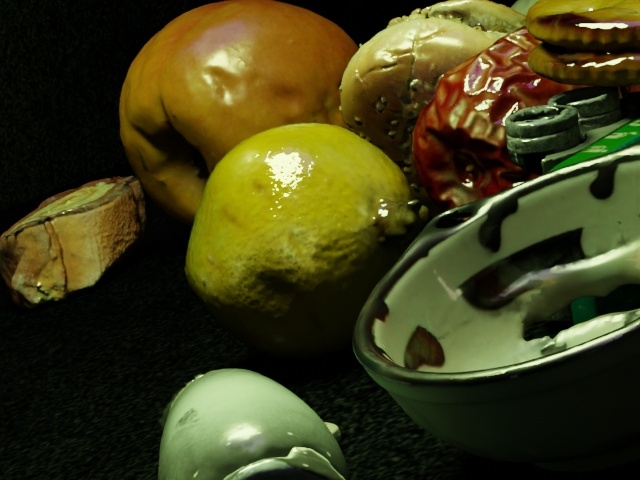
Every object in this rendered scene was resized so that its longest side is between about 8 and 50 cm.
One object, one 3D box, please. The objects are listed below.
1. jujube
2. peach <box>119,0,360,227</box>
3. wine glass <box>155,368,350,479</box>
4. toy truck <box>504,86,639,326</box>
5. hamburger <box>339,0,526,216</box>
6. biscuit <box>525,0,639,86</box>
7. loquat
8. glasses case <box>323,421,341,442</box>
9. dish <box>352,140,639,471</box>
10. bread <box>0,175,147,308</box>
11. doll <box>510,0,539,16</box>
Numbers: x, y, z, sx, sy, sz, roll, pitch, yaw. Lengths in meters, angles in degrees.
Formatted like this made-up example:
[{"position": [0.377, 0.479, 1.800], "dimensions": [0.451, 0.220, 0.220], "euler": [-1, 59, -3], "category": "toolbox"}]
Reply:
[{"position": [0.216, -0.100, 1.369], "dimensions": [0.232, 0.213, 0.213], "euler": [-26, 14, -38], "category": "jujube"}, {"position": [-0.094, -0.172, 1.935], "dimensions": [0.343, 0.343, 0.301], "euler": [-6, 34, 47], "category": "peach"}, {"position": [-0.040, 0.144, 0.854], "dimensions": [0.111, 0.111, 0.204], "euler": [-20, 14, -6], "category": "wine glass"}, {"position": [0.287, -0.046, 1.147], "dimensions": [0.178, 0.176, 0.363], "euler": [4, 24, 40], "category": "toy truck"}, {"position": [0.160, -0.135, 1.579], "dimensions": [0.286, 0.243, 0.146], "euler": [21, 36, -1], "category": "hamburger"}, {"position": [0.276, -0.179, 1.181], "dimensions": [0.220, 0.066, 0.220], "euler": [-10, 16, 3], "category": "biscuit"}, {"position": [0.000, 0.000, 1.266], "dimensions": [0.246, 0.213, 0.213], "euler": [-11, 13, 45], "category": "loquat"}, {"position": [-0.022, 0.146, 1.048], "dimensions": [0.083, 0.021, 0.032], "euler": [-9, 13, 38], "category": "glasses case"}, {"position": [0.166, 0.052, 0.894], "dimensions": [0.303, 0.120, 0.303], "euler": [-24, 18, 8], "category": "dish"}, {"position": [-0.355, 0.006, 1.990], "dimensions": [0.190, 0.123, 0.244], "euler": [-15, 11, 23], "category": "bread"}, {"position": [0.429, -0.322, 2.100], "dimensions": [0.370, 0.226, 0.215], "euler": [-32, -17, -37], "category": "doll"}]
